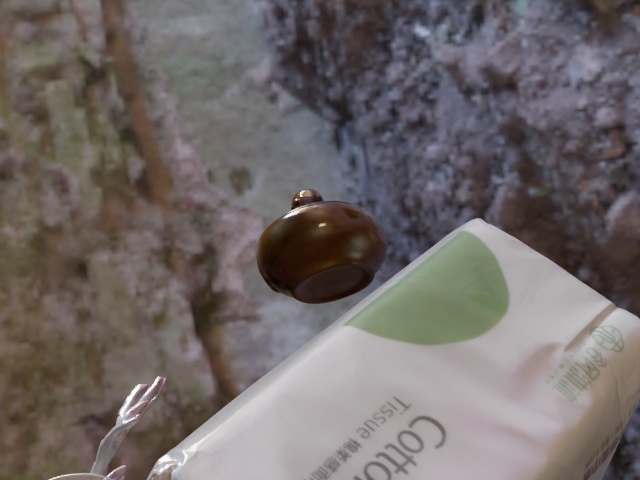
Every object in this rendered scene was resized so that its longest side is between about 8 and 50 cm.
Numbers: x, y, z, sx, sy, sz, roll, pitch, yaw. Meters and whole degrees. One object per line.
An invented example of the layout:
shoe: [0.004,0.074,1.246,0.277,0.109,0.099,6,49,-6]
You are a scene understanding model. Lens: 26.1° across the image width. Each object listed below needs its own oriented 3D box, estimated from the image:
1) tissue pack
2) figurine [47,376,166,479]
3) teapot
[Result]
tissue pack: [0.039,0.184,0.892,0.194,0.356,0.266,34,132,20]
figurine: [-0.201,0.300,1.442,0.206,0.284,0.316,42,171,3]
teapot: [0.000,0.000,1.053,0.129,0.098,0.078,37,-148,-65]
